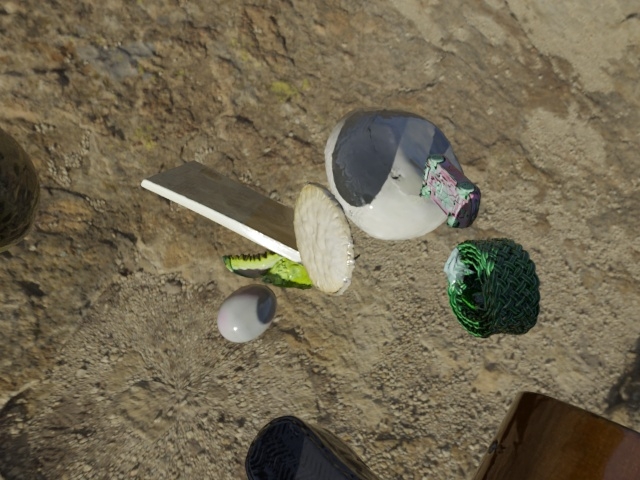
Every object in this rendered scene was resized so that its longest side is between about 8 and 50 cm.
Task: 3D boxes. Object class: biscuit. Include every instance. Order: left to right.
[{"bbox_3d":[0.000,0.000,0.572,0.020,0.152,0.152,-12,76,-27],"label":"biscuit"}]

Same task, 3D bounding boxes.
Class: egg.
[{"bbox_3d":[-0.149,0.147,0.912,0.103,0.103,0.135,47,68,2],"label":"egg"}]

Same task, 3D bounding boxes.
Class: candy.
[{"bbox_3d":[0.128,-0.126,0.845,0.296,0.185,0.295,14,51,-18],"label":"candy"}]

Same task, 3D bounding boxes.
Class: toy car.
[{"bbox_3d":[0.198,-0.076,0.670,0.055,0.069,0.142,-10,41,-16],"label":"toy car"}]

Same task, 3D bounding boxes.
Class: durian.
[{"bbox_3d":[-0.066,0.063,1.166,0.375,0.107,0.132,2,93,-14],"label":"durian"}]

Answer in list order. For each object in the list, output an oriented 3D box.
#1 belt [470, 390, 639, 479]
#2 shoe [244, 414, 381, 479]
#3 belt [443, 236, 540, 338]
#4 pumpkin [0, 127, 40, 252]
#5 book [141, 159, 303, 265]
[{"bbox_3d":[0.264,0.225,0.270,0.122,0.339,0.217,-54,136,-14],"label":"belt"},{"bbox_3d":[0.046,0.472,0.766,0.384,0.237,0.171,34,74,25],"label":"shoe"},{"bbox_3d":[0.216,0.057,0.554,0.079,0.151,0.121,-5,84,-6],"label":"belt"},{"bbox_3d":[-0.407,-0.043,0.449,0.219,0.219,0.162,-1,75,-18],"label":"pumpkin"},{"bbox_3d":[-0.142,-0.060,0.939,0.389,0.269,0.032,26,108,-5],"label":"book"}]
